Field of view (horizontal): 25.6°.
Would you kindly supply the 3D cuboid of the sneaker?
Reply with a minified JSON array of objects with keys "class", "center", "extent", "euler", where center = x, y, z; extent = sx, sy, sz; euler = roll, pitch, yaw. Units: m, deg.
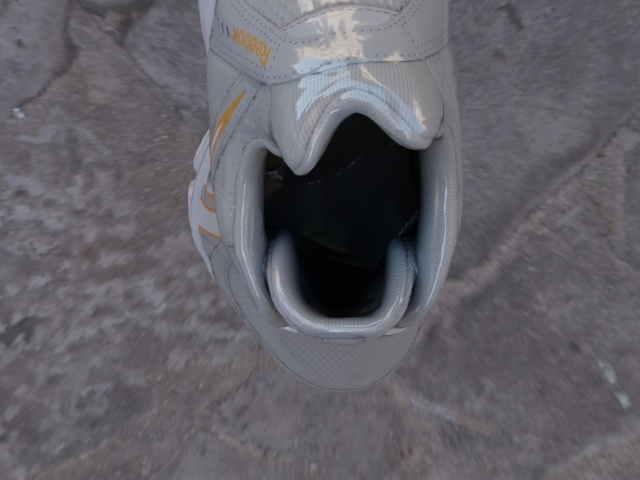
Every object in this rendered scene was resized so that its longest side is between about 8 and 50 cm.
[{"class":"sneaker","center":[0.000,0.000,0.470],"extent":[0.099,0.262,0.121],"euler":[-5,56,1]}]
